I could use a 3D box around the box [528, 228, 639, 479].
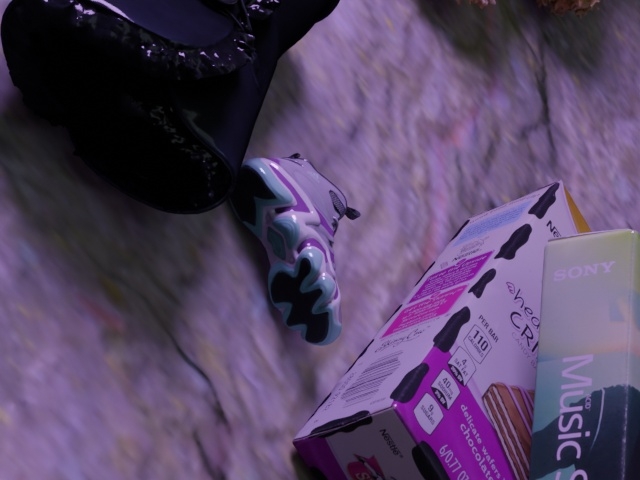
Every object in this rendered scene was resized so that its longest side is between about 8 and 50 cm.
[{"bbox_3d":[0.175,0.185,0.832,0.232,0.058,0.322,35,52,-47],"label":"box"}]

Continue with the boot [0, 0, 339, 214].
[{"bbox_3d":[-0.087,-0.155,0.774,0.246,0.094,0.207,56,35,-22],"label":"boot"}]

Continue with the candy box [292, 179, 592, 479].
[{"bbox_3d":[0.101,0.094,0.883,0.159,0.071,0.233,57,38,-13],"label":"candy box"}]

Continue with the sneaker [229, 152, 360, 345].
[{"bbox_3d":[0.000,0.000,0.841,0.069,0.038,0.098,-19,86,-51],"label":"sneaker"}]

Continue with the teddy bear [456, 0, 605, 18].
[{"bbox_3d":[0.136,-0.265,1.108,0.245,0.113,0.338,47,48,-12],"label":"teddy bear"}]
